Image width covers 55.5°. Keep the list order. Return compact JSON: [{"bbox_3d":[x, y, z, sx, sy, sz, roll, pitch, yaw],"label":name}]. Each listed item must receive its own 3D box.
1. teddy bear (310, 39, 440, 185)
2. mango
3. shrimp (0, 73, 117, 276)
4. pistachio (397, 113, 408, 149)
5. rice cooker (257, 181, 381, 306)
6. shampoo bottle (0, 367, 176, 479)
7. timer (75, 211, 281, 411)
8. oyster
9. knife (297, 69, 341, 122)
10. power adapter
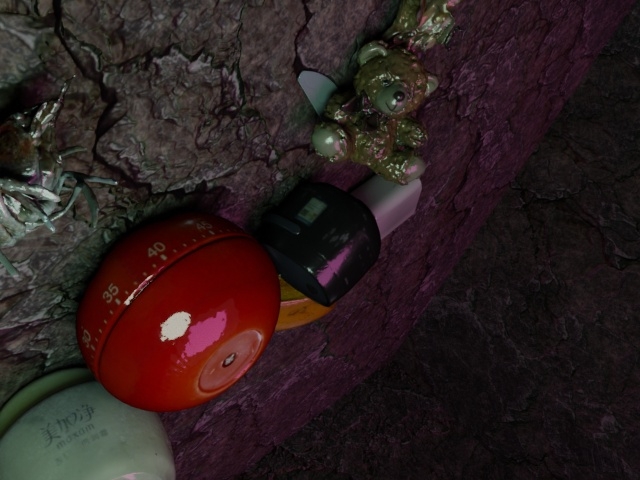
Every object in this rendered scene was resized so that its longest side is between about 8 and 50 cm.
[{"bbox_3d":[0.125,-0.265,1.234,0.267,0.156,0.256,18,114,-28],"label":"teddy bear"},{"bbox_3d":[-0.102,0.142,1.544,0.350,0.201,0.199,-10,115,-46],"label":"mango"},{"bbox_3d":[-0.406,-0.018,0.747,0.411,0.166,0.221,-37,-166,11],"label":"shrimp"},{"bbox_3d":[0.138,-0.256,1.385,0.124,0.124,0.184,-32,146,-34],"label":"pistachio"},{"bbox_3d":[0.000,0.000,1.402,0.224,0.267,0.267,-50,160,-16],"label":"rice cooker"},{"bbox_3d":[-0.445,0.425,1.149,0.322,0.317,0.322,-30,140,-29],"label":"shampoo bottle"},{"bbox_3d":[-0.249,0.135,1.126,0.378,0.279,0.378,-38,154,-22],"label":"timer"},{"bbox_3d":[0.230,-0.479,1.146,0.198,0.133,0.337,-16,152,-30],"label":"oyster"},{"bbox_3d":[0.021,-0.265,1.271,0.080,0.044,0.331,-44,155,-7],"label":"knife"},{"bbox_3d":[0.151,-0.081,1.707,0.255,0.124,0.187,-38,156,-24],"label":"power adapter"}]
